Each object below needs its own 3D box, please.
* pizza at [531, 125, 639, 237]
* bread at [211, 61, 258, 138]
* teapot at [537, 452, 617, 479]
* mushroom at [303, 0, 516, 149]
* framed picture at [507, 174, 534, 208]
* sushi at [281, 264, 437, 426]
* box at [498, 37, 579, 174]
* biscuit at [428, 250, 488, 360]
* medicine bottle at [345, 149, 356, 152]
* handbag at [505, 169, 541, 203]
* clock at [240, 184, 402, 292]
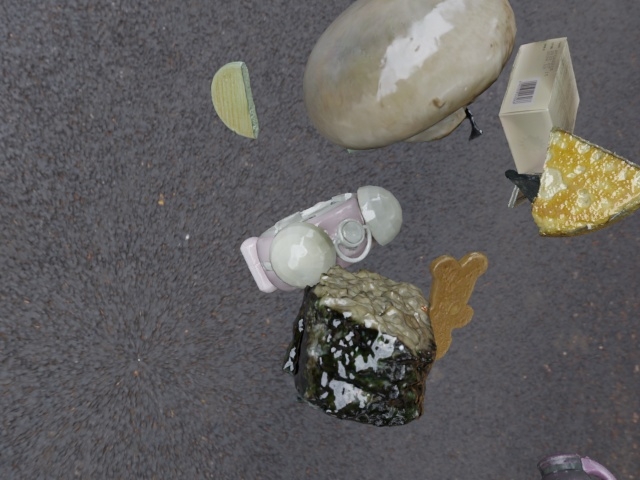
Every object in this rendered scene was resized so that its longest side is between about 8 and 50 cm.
[{"bbox_3d":[0.249,-0.062,0.540,0.026,0.123,0.108,1,68,-50],"label":"pizza"},{"bbox_3d":[-0.214,-0.346,1.408,0.112,0.192,0.036,10,37,25],"label":"bread"},{"bbox_3d":[0.460,0.451,1.023,0.148,0.116,0.145,-21,50,18],"label":"teapot"},{"bbox_3d":[0.152,-0.272,0.960,0.362,0.362,0.294,-49,119,-20],"label":"mushroom"},{"bbox_3d":[0.652,-0.228,1.709,0.024,0.231,0.315,27,28,29],"label":"framed picture"},{"bbox_3d":[0.069,0.143,0.867,0.211,0.350,0.170,13,98,10],"label":"sushi"},{"bbox_3d":[0.437,-0.262,1.130,0.168,0.095,0.211,52,51,-39],"label":"box"},{"bbox_3d":[0.331,0.185,1.569,0.216,0.047,0.339,-2,115,-27],"label":"biscuit"},{"bbox_3d":[0.131,-0.424,1.825,0.141,0.137,0.249,-7,66,21],"label":"medicine bottle"},{"bbox_3d":[0.588,-0.115,1.370,0.175,0.271,0.088,10,98,-57],"label":"handbag"},{"bbox_3d":[0.000,0.000,1.363,0.342,0.326,0.183,-35,97,-27],"label":"clock"}]
